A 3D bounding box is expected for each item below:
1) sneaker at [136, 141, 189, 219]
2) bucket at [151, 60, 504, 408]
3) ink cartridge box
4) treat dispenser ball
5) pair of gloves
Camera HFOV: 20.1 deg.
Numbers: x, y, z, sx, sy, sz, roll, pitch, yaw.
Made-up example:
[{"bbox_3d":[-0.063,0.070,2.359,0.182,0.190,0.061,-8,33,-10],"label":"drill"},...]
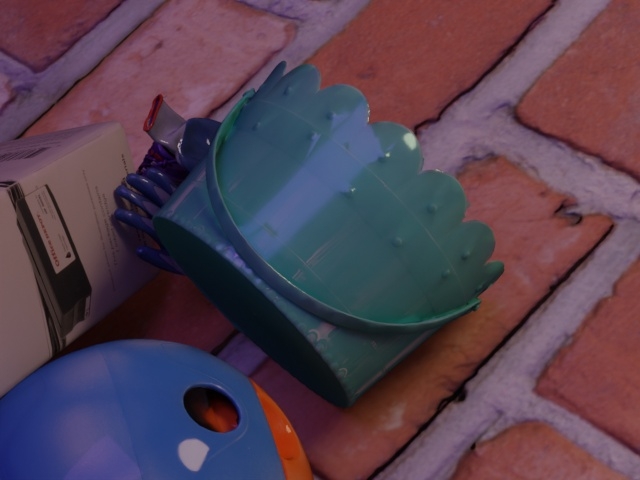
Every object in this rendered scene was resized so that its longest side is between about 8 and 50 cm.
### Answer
[{"bbox_3d":[-0.169,-0.065,1.812,0.170,0.071,0.068,-38,50,-10],"label":"sneaker"},{"bbox_3d":[0.000,0.000,1.578,0.183,0.281,0.281,-47,52,-13],"label":"bucket"},{"bbox_3d":[-0.358,0.036,1.597,0.286,0.166,0.395,-9,13,21],"label":"ink cartridge box"},{"bbox_3d":[-0.146,0.222,1.433,0.288,0.288,0.288,-10,51,13],"label":"treat dispenser ball"},{"bbox_3d":[-0.123,-0.045,1.728,0.023,0.159,0.198,-20,44,37],"label":"pair of gloves"}]
